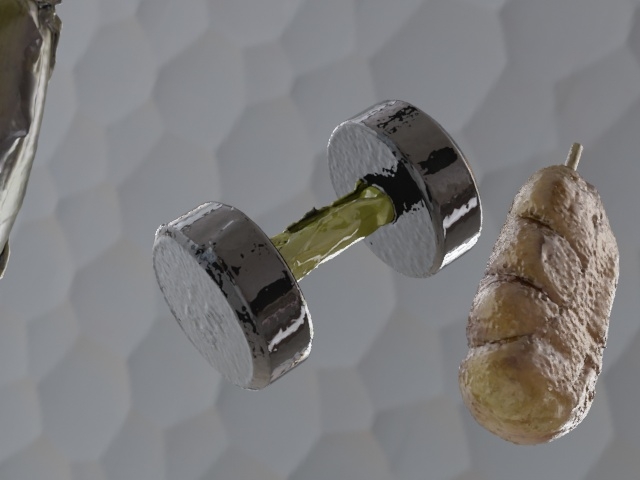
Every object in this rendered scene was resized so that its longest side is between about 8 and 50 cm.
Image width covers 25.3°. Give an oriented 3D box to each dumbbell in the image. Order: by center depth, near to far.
[{"bbox_3d":[0.000,0.000,1.552,0.322,0.203,0.204,-32,-139,-24],"label":"dumbbell"}]

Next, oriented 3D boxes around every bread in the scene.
[{"bbox_3d":[0.192,0.034,1.226,0.124,0.084,0.344,45,-139,-23],"label":"bread"}]

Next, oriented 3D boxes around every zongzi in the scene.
[{"bbox_3d":[-0.232,-0.059,0.833,0.094,0.204,0.204,22,-163,7],"label":"zongzi"}]
